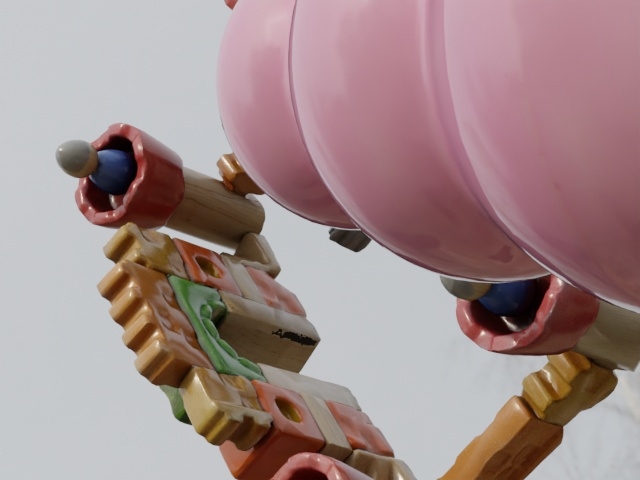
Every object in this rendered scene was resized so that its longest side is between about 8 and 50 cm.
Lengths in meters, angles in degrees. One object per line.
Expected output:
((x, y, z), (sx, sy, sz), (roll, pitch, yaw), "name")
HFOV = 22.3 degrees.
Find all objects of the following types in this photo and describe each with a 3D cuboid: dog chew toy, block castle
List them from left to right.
((0.000, 0.000, 1.170), (0.213, 0.453, 0.303), (19, -63, -44), "block castle")
((0.084, -0.073, 0.642), (0.207, 0.206, 0.332), (13, -9, -41), "dog chew toy")
